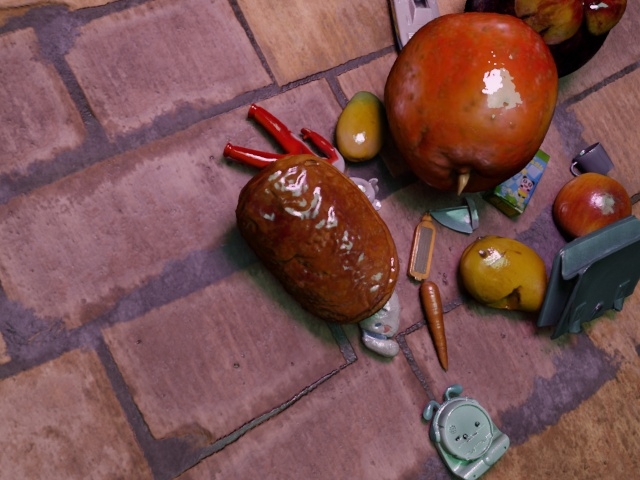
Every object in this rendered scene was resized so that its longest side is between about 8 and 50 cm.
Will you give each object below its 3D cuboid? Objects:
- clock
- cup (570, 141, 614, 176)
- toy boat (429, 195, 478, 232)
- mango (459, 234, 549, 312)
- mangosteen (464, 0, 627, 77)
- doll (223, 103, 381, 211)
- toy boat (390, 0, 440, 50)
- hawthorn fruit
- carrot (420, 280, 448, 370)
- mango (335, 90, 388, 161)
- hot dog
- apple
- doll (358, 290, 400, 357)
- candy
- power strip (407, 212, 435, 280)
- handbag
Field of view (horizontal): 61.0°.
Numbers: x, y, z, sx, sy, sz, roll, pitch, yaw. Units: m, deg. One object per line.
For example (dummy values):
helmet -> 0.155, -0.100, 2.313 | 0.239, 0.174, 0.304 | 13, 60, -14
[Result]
clock -> 0.320, 0.428, 1.224 | 0.148, 0.060, 0.189 | -35, 86, -19
cup -> 0.736, -0.207, 1.480 | 0.100, 0.078, 0.077 | -36, 92, 15
toy boat -> 0.332, -0.059, 1.365 | 0.122, 0.034, 0.096 | -9, 79, -7
mango -> 0.453, 0.088, 1.304 | 0.261, 0.130, 0.167 | 19, 88, -15
mangosteen -> 0.564, -0.601, 1.335 | 0.382, 0.435, 0.382 | 3, 73, -12
doll -> -0.025, -0.171, 1.269 | 0.384, 0.099, 0.188 | 29, 65, -1
toy boat -> 0.263, -0.546, 1.429 | 0.129, 0.088, 0.295 | -4, 77, -15
hawthorn fruit -> 0.326, -0.276, 1.219 | 0.402, 0.403, 0.403 | 3, 76, -13
carrot -> 0.274, 0.200, 1.279 | 0.048, 0.048, 0.216 | -9, 83, -16
mango -> 0.102, -0.282, 1.330 | 0.130, 0.092, 0.195 | 8, 66, -10
hot dog -> 0.000, 0.000, 1.154 | 0.267, 0.174, 0.387 | -39, 101, 9
apple -> 0.706, -0.075, 1.405 | 0.195, 0.160, 0.173 | 32, 93, 2
doll -> 0.131, 0.162, 1.237 | 0.103, 0.071, 0.214 | -6, 87, -3
candy -> 0.512, -0.164, 1.414 | 0.097, 0.062, 0.194 | 34, 72, -3
power strip -> 0.247, 0.014, 1.322 | 0.049, 0.028, 0.178 | 16, 74, -10
handbag -> 0.666, 0.088, 1.294 | 0.326, 0.239, 0.089 | -20, 38, -27
